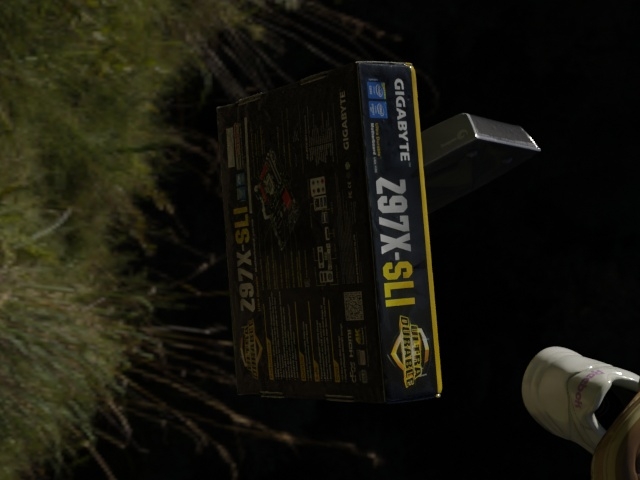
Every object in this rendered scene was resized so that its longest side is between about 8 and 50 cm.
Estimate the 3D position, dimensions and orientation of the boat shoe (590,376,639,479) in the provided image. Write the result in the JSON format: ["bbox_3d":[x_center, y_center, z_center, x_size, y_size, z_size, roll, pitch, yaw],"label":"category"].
[{"bbox_3d":[0.307,0.137,0.857,0.341,0.110,0.121,-16,91,-39],"label":"boat shoe"}]

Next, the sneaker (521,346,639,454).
[{"bbox_3d":[0.357,0.225,1.187,0.305,0.152,0.114,32,81,-19],"label":"sneaker"}]

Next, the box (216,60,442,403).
[{"bbox_3d":[0.000,0.000,1.123,0.079,0.257,0.321,-3,87,-35],"label":"box"}]

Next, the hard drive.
[{"bbox_3d":[0.142,-0.087,1.460,0.172,0.255,0.054,4,64,-49],"label":"hard drive"}]
